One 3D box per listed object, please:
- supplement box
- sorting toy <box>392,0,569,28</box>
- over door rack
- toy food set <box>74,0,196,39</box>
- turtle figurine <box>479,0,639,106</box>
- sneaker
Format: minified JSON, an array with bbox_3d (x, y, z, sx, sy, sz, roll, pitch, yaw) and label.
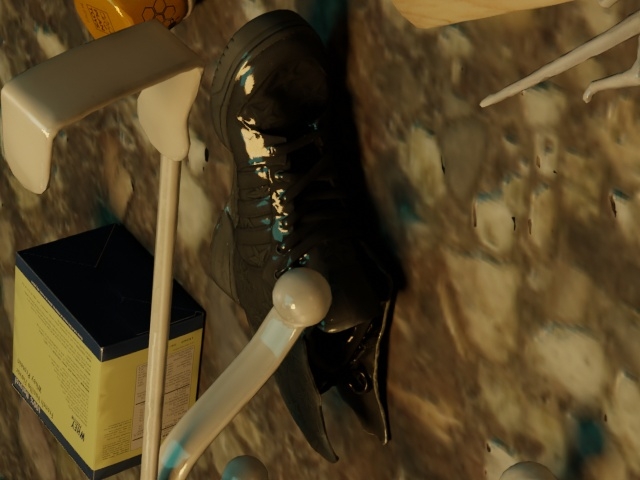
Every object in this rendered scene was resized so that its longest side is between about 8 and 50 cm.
[{"bbox_3d":[-0.102,0.053,0.912,0.083,0.056,0.083,43,138,39],"label":"supplement box"},{"bbox_3d":[0.026,-0.172,0.293,0.255,0.089,0.257,60,169,-10],"label":"sorting toy"},{"bbox_3d":[0.038,0.089,0.593,0.239,0.108,0.324,41,158,22],"label":"over door rack"},{"bbox_3d":[-0.073,-0.188,0.739,0.111,0.104,0.232,35,152,27],"label":"toy food set"},{"bbox_3d":[0.089,-0.149,0.450,0.175,0.118,0.234,49,128,4],"label":"turtle figurine"},{"bbox_3d":[-0.002,0.001,0.737,0.089,0.051,0.170,47,145,35],"label":"sneaker"}]
